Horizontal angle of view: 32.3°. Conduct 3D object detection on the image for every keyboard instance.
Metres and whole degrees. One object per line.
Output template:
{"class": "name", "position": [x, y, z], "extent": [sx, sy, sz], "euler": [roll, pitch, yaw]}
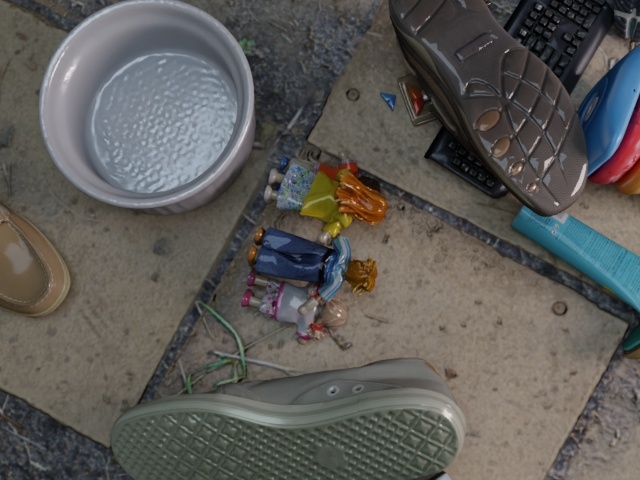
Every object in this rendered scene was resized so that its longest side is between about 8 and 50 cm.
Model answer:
{"class": "keyboard", "position": [0.237, -0.233, 1.466], "extent": [0.201, 0.033, 0.317], "euler": [31, 83, 5]}

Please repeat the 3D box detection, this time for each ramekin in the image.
{"class": "ramekin", "position": [-0.215, -0.164, 1.452], "extent": [0.277, 0.135, 0.277], "euler": [-1, 79, 6]}

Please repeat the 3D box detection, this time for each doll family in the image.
{"class": "doll family", "position": [0.000, 0.000, 1.408], "extent": [0.163, 0.118, 0.263], "euler": [14, 81, 8]}

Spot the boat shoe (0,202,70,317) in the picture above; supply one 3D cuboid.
{"class": "boat shoe", "position": [-0.481, -0.020, 1.463], "extent": [0.341, 0.110, 0.121], "euler": [36, 85, 11]}

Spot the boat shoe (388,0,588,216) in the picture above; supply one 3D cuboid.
{"class": "boat shoe", "position": [0.209, -0.183, 1.382], "extent": [0.132, 0.130, 0.355], "euler": [-29, 78, -7]}

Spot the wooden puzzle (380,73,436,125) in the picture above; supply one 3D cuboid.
{"class": "wooden puzzle", "position": [0.146, -0.197, 1.485], "extent": [0.116, 0.014, 0.078], "euler": [-26, 78, 1]}

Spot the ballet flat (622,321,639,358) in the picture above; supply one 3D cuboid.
{"class": "ballet flat", "position": [0.478, 0.081, 1.371], "extent": [0.232, 0.080, 0.073], "euler": [-44, 94, -2]}

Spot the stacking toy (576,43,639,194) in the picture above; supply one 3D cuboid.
{"class": "stacking toy", "position": [0.469, -0.100, 1.379], "extent": [0.302, 0.166, 0.175], "euler": [25, 71, -2]}

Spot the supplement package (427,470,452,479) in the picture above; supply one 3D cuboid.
{"class": "supplement package", "position": [0.142, 0.388, 1.280], "extent": [0.149, 0.203, 0.194], "euler": [-36, 78, -2]}

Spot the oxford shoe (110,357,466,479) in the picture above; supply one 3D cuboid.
{"class": "oxford shoe", "position": [-0.041, 0.233, 1.374], "extent": [0.449, 0.130, 0.169], "euler": [-9, 117, 13]}

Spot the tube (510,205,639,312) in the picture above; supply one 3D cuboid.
{"class": "tube", "position": [0.343, 0.014, 1.408], "extent": [0.207, 0.052, 0.080], "euler": [33, 62, 9]}

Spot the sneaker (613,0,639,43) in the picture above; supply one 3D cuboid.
{"class": "sneaker", "position": [0.468, -0.387, 1.444], "extent": [0.107, 0.110, 0.275], "euler": [23, 100, 26]}
